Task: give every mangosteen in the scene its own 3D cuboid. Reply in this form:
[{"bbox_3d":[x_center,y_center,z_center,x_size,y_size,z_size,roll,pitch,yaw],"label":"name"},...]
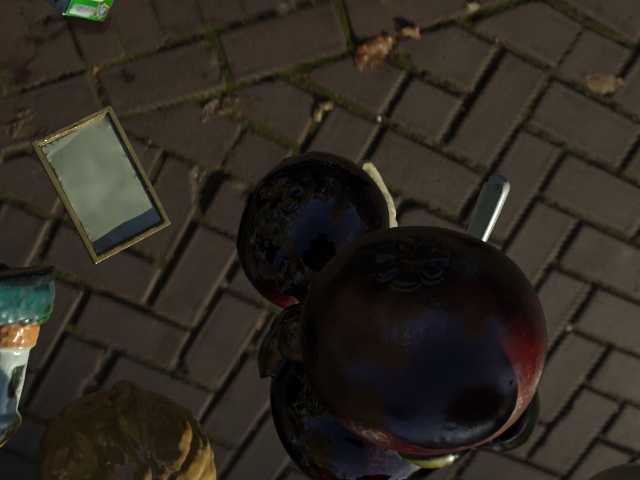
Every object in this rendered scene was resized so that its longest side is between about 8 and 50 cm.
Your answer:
[{"bbox_3d":[0.036,0.110,1.026,0.211,0.211,0.250,-28,109,12],"label":"mangosteen"},{"bbox_3d":[0.000,0.000,1.335,0.194,0.194,0.230,-27,149,11],"label":"mangosteen"},{"bbox_3d":[0.078,0.085,0.803,0.200,0.200,0.200,-1,118,-2],"label":"mangosteen"}]

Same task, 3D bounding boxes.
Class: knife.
[{"bbox_3d":[0.255,-0.033,1.754,0.023,0.044,0.162,-17,136,-45],"label":"knife"}]

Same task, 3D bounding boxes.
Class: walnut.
[{"bbox_3d":[-0.247,0.288,1.409,0.225,0.261,0.225,-5,106,-19],"label":"walnut"}]

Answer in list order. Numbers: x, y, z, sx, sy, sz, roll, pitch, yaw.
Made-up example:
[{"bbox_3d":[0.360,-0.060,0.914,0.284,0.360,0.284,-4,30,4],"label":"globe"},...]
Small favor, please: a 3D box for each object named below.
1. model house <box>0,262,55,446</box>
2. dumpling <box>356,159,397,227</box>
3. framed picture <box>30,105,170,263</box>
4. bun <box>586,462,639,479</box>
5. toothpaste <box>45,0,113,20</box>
[{"bbox_3d":[-0.406,0.149,1.069,0.184,0.253,0.291,18,101,30],"label":"model house"},{"bbox_3d":[0.061,-0.004,1.680,0.126,0.216,0.166,-24,140,35],"label":"dumpling"},{"bbox_3d":[-0.326,-0.084,1.662,0.136,0.010,0.201,-30,100,-26],"label":"framed picture"},{"bbox_3d":[0.252,0.261,0.846,0.120,0.173,0.173,-40,117,-15],"label":"bun"},{"bbox_3d":[-0.109,-0.108,0.417,0.020,0.083,0.017,0,122,-52],"label":"toothpaste"}]
